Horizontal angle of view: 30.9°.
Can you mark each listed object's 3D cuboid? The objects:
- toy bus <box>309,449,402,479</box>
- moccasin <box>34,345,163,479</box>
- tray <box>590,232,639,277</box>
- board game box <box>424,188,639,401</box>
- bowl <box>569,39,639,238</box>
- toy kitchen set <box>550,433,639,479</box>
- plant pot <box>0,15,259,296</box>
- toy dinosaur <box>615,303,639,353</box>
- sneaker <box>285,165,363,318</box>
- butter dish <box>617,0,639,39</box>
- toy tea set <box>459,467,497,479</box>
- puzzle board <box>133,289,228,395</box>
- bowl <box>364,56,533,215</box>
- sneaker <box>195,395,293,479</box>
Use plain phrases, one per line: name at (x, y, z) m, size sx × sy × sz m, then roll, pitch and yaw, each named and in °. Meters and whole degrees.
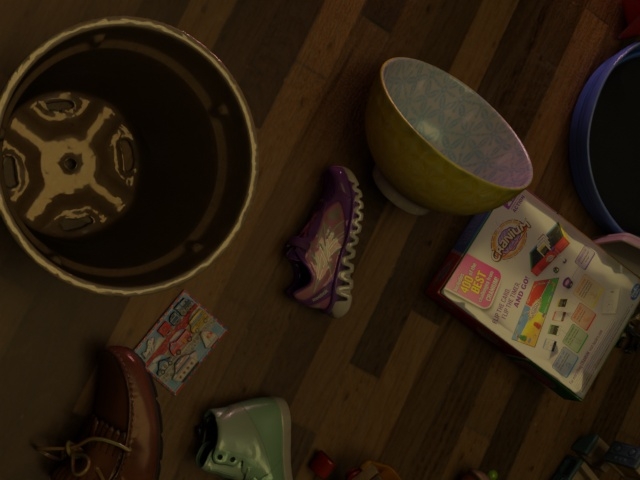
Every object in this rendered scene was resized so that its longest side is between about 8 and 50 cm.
toy bus at (0.052, 0.436, 1.808) m, size 0.104 × 0.202 × 0.191 m, roll 28°, pitch 70°, yaw -55°
moccasin at (-0.317, 0.335, 1.619) m, size 0.147 × 0.139 × 0.380 m, roll 8°, pitch 98°, yaw -35°
tray at (0.582, 0.040, 2.036) m, size 0.270 × 0.145 × 0.030 m, roll 22°, pitch 76°, yaw -25°
board game box at (0.366, 0.082, 1.942) m, size 0.316 × 0.064 × 0.242 m, roll 37°, pitch 76°, yaw -11°
bowl at (0.610, -0.169, 2.079) m, size 0.391 × 0.077 × 0.391 m, roll -1°, pitch 92°, yaw -26°
toy kitchen set at (0.447, 0.423, 1.971) m, size 0.122 × 0.166 × 0.207 m, roll 43°, pitch 74°, yaw -21°
plant pot at (-0.293, -0.105, 1.508) m, size 0.334 × 0.305 × 0.333 m, roll -1°, pitch 93°, yaw -27°
toy dinosaur at (0.550, 0.139, 2.072) m, size 0.268 × 0.064 × 0.118 m, roll 16°, pitch 78°, yaw -29°
sneaker at (0.000, 0.000, 1.780) m, size 0.105 × 0.095 × 0.236 m, roll 6°, pitch 90°, yaw -19°
butter dish at (0.600, -0.443, 2.042) m, size 0.160 × 0.160 × 0.118 m, roll -17°, pitch 76°, yaw -24°
toy tea set at (0.354, 0.511, 1.915) m, size 0.124 × 0.200 × 0.336 m, roll -38°, pitch 102°, yaw -11°
puzzle board at (-0.209, 0.152, 1.724) m, size 0.096 × 0.011 × 0.128 m, roll 45°, pitch 74°, yaw -21°
bowl at (0.170, -0.132, 1.802) m, size 0.289 × 0.289 × 0.156 m, roll 24°, pitch 125°, yaw -25°
sneaker at (-0.118, 0.366, 1.729) m, size 0.151 × 0.094 × 0.256 m, roll -1°, pitch 83°, yaw -32°
